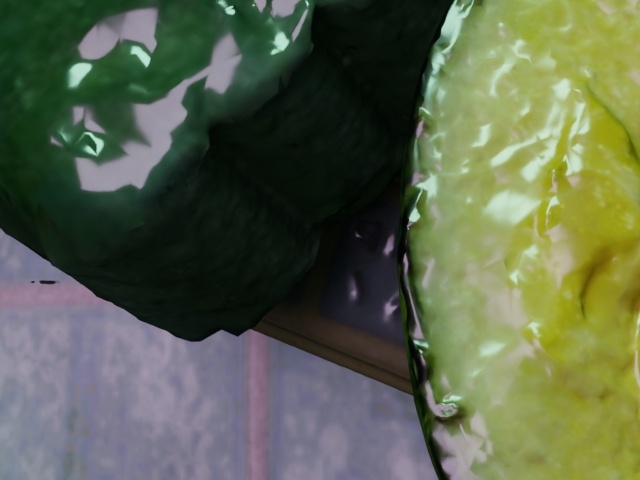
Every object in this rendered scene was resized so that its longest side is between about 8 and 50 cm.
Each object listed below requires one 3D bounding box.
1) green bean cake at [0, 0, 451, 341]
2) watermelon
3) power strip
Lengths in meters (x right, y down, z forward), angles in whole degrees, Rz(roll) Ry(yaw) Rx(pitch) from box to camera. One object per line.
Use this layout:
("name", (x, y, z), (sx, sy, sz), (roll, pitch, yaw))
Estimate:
("green bean cake", (-0.050, -0.157, 0.644), (0.300, 0.169, 0.308), (-47, 60, 3))
("watermelon", (0.181, 0.030, 0.513), (0.330, 0.189, 0.331), (-2, 71, 5))
("power strip", (0.000, 0.000, 0.695), (0.387, 0.066, 0.092), (19, 96, 28))
